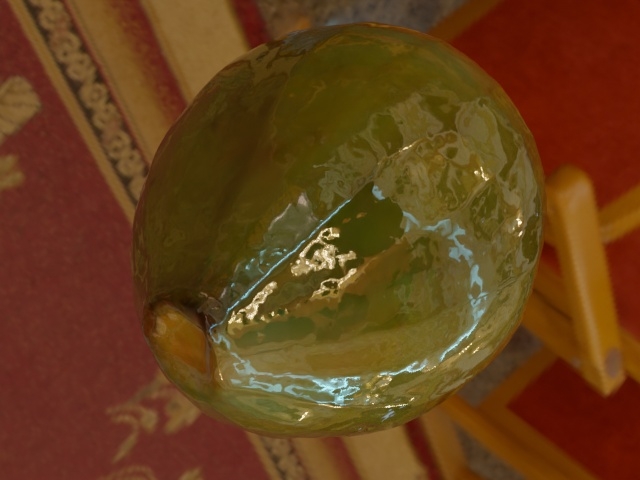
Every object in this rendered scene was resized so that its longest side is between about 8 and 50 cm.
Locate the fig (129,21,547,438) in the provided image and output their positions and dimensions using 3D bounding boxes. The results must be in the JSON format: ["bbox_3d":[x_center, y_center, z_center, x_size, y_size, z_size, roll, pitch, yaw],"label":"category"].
[{"bbox_3d":[0.000,0.000,0.793,0.271,0.239,0.239,-32,141,-56],"label":"fig"}]
